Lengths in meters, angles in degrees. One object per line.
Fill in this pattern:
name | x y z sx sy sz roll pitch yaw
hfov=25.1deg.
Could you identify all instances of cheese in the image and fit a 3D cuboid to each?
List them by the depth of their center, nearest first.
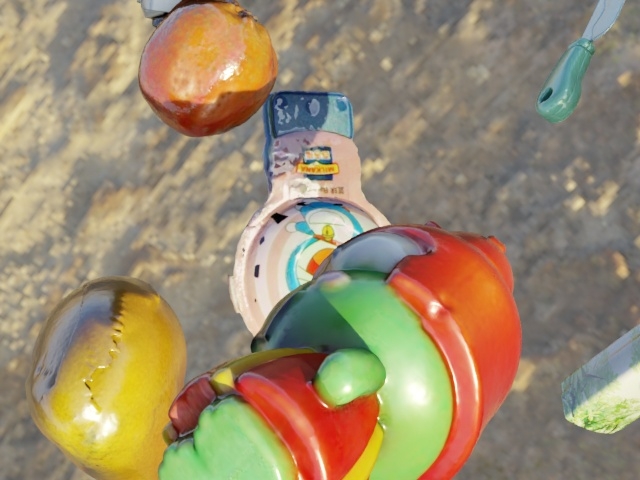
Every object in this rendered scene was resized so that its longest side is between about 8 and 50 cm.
cheese | 0.000 0.000 1.336 0.074 0.189 0.285 -21 71 62

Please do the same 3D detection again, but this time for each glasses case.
glasses case | 0.402 0.139 1.686 0.272 0.095 0.062 -47 32 44

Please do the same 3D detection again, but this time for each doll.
doll | 0.044 0.081 0.957 0.363 0.160 0.182 -42 -10 -51

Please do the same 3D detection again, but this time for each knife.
knife | 0.321 -0.248 1.690 0.260 0.035 0.063 -61 19 -20

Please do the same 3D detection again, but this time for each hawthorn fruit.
hawthorn fruit | -0.093 -0.145 1.201 0.128 0.128 0.128 -25 46 29

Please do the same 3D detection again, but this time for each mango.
mango | -0.181 0.114 1.215 0.236 0.136 0.166 -110 25 -76

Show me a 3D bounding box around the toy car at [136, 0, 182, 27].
toy car | -0.133 -0.294 1.399 0.301 0.118 0.193 -120 36 -76
